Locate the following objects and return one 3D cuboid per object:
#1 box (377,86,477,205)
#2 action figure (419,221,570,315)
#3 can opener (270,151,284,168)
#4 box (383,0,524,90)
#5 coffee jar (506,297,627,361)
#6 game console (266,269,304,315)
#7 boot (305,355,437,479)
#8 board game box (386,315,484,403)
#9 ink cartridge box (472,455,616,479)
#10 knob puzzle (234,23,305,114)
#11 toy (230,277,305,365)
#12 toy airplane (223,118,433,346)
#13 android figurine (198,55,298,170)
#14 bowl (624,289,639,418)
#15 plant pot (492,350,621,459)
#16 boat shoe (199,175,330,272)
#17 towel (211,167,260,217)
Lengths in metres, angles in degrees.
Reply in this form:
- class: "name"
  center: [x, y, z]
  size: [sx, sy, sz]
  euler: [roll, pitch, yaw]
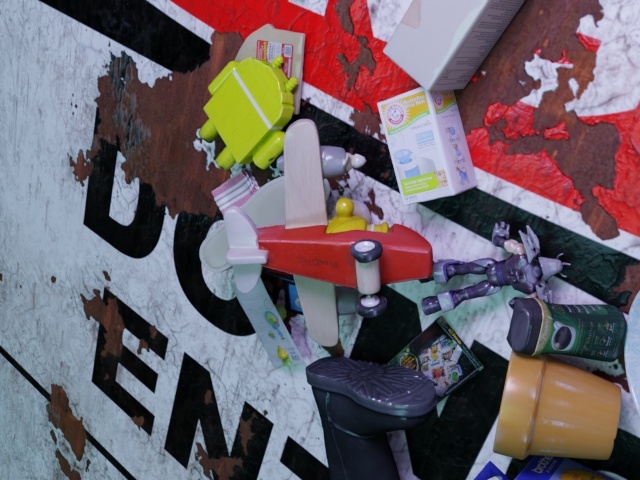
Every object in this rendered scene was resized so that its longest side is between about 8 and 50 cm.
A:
- class: "box"
  center: [0.200, -0.181, 1.273]
  size: [0.114, 0.103, 0.203]
  euler: [-11, 96, 39]
- class: "action figure"
  center: [0.320, 0.063, 1.262]
  size: [0.285, 0.099, 0.185]
  euler: [-13, 88, 36]
- class: "can opener"
  center: [-0.151, -0.239, 1.569]
  size: [0.186, 0.073, 0.059]
  euler: [45, 167, 18]
- class: "box"
  center: [0.255, -0.411, 1.138]
  size: [0.121, 0.148, 0.311]
  euler: [47, 125, 19]
- class: "coffee jar"
  center: [0.415, 0.151, 1.162]
  size: [0.184, 0.079, 0.096]
  euler: [6, 109, -4]
- class: "game console"
  center: [-0.049, 0.128, 1.574]
  size: [0.144, 0.124, 0.085]
  euler: [9, 82, 35]
- class: "boot"
  center: [0.138, 0.493, 1.455]
  size: [0.367, 0.146, 0.445]
  euler: [5, 107, 57]
- class: "board game box"
  center: [0.216, 0.287, 1.448]
  size: [0.136, 0.030, 0.260]
  euler: [50, 127, 13]
- class: "ink cartridge box"
  center: [0.450, 0.526, 1.177]
  size: [0.395, 0.270, 0.151]
  euler: [18, 112, 33]
- class: "knob puzzle"
  center: [-0.113, -0.380, 1.507]
  size: [0.213, 0.030, 0.213]
  euler: [12, 111, 35]
- class: "toy"
  center: [-0.116, 0.192, 1.656]
  size: [0.137, 0.056, 0.237]
  euler: [-16, 101, 50]
- class: "toy airplane"
  center: [0.000, 0.000, 1.373]
  size: [0.384, 0.272, 0.386]
  euler: [45, 130, 0]
- class: "android figurine"
  center: [-0.157, -0.285, 1.497]
  size: [0.273, 0.056, 0.248]
  euler: [-44, 70, 28]
- class: "bowl"
  center: [0.602, 0.189, 1.013]
  size: [0.156, 0.289, 0.289]
  euler: [-1, 107, -6]
- class: "plant pot"
  center: [0.418, 0.297, 1.200]
  size: [0.188, 0.205, 0.205]
  euler: [11, 110, 18]
- class: "boat shoe"
  center: [-0.114, -0.038, 1.546]
  size: [0.340, 0.113, 0.127]
  euler: [-39, 77, 11]
- class: "towel"
  center: [-0.184, -0.061, 1.657]
  size: [0.144, 0.029, 0.197]
  euler: [-30, 84, 40]
